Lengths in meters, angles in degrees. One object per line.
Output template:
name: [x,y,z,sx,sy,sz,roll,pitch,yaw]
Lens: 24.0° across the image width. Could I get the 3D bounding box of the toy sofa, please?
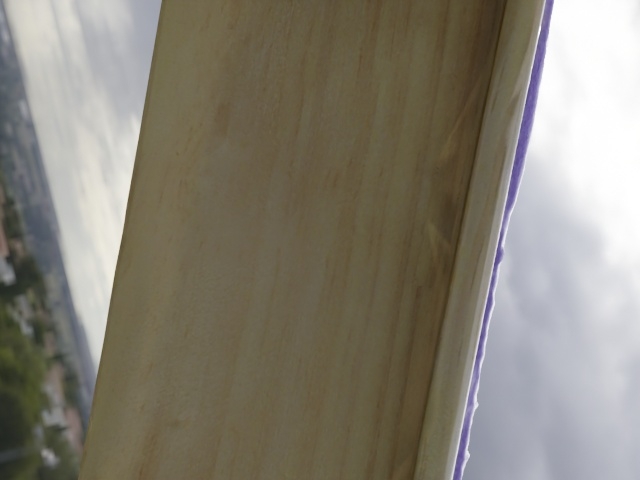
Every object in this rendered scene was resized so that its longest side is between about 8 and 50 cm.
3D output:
toy sofa: [0.000,0.000,0.603,0.177,0.150,0.363,-7,108,-82]
